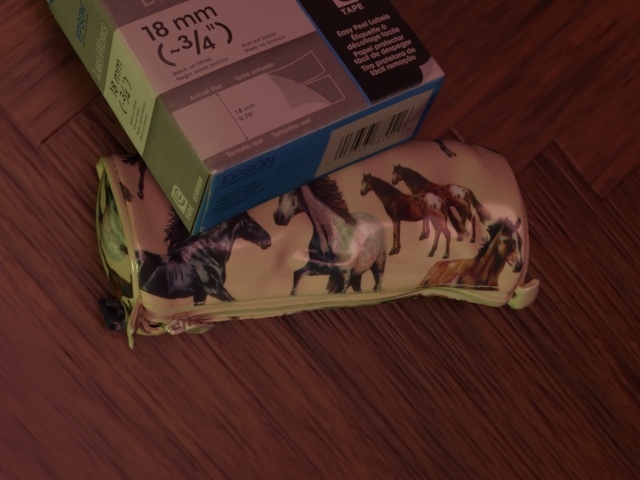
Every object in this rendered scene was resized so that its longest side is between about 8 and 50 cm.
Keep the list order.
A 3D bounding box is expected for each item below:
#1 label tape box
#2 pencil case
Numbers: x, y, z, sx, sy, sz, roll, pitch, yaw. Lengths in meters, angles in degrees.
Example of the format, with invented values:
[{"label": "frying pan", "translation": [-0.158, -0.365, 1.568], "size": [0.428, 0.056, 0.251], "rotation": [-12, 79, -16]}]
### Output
[{"label": "label tape box", "translation": [-0.088, -0.201, 1.128], "size": [0.240, 0.106, 0.334], "rotation": [-25, 70, -25]}, {"label": "pencil case", "translation": [0.000, 0.000, 1.192], "size": [0.410, 0.160, 0.184], "rotation": [-3, 71, -16]}]
